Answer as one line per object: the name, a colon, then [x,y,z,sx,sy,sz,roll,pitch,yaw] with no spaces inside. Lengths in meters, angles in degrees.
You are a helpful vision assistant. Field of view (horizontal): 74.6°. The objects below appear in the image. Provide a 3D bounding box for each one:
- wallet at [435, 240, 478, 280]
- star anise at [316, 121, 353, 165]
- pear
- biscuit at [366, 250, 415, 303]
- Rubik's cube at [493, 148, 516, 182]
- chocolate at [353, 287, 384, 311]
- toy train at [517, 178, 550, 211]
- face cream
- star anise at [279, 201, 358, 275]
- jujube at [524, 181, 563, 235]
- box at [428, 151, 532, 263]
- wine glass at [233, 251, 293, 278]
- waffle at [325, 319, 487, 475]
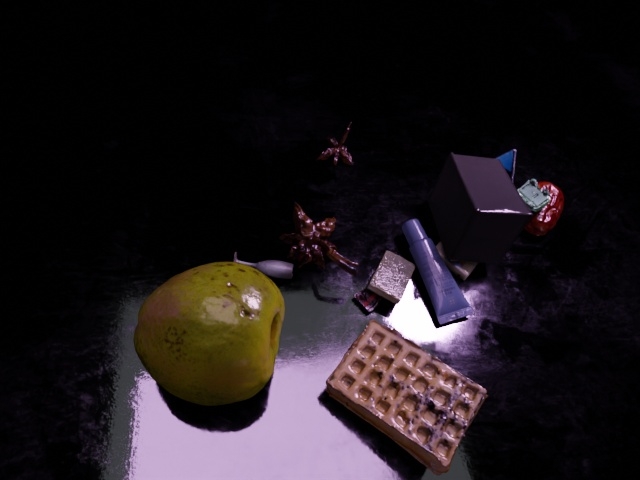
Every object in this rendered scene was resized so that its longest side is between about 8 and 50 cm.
wallet: [0.493,0.062,1.543,0.155,0.039,0.110,40,59,17]
star anise: [0.076,-0.395,1.736,0.158,0.144,0.141,14,62,-1]
pear: [-0.287,0.231,1.093,0.390,0.391,0.391,5,54,-7]
biscuit: [0.244,0.121,1.431,0.121,0.041,0.199,30,42,6]
Rubik's cube: [0.704,-0.231,1.727,0.228,0.233,0.229,37,92,-28]
chocolate: [0.198,0.167,1.422,0.182,0.028,0.086,-32,64,-28]
toy train: [0.811,-0.171,1.618,0.099,0.081,0.149,-41,47,11]
face cream: [0.392,0.099,1.475,0.135,0.086,0.386,-13,63,-16]
star anise: [0.002,0.009,1.428,0.237,0.148,0.346,-28,54,-24]
jujube: [0.882,-0.128,1.688,0.155,0.155,0.230,28,65,10]
box: [0.557,-0.117,1.521,0.204,0.251,0.345,5,45,-7]
wine glass: [-0.187,0.085,1.391,0.197,0.066,0.066,9,54,-3]
waffle: [0.227,0.417,1.155,0.376,0.114,0.261,30,56,25]
